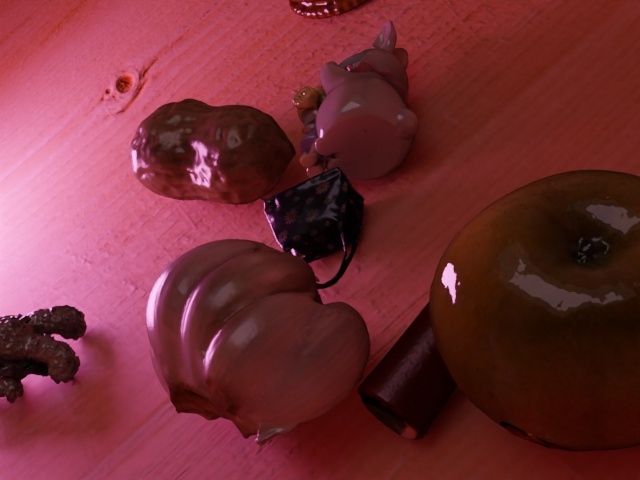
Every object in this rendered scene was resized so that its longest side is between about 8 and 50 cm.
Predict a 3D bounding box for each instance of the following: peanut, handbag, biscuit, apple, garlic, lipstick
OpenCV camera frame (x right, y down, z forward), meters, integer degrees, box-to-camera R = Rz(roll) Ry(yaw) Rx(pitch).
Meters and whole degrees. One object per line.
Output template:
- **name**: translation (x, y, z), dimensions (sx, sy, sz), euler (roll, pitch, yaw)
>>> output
- **peanut**: translation (-0.169, -0.118, 1.394), dimensions (0.159, 0.143, 0.291), euler (-32, 29, -32)
- **handbag**: translation (0.000, 0.000, 1.204), dimensions (0.115, 0.072, 0.139), euler (-23, 52, 18)
- **biscuit**: translation (0.035, -0.446, 1.632), dimensions (0.220, 0.066, 0.220), euler (-23, 39, 20)
- **apple**: translation (0.219, 0.053, 0.841), dimensions (0.261, 0.194, 0.260), euler (-9, 44, 8)
- **garlic**: translation (-0.075, 0.082, 1.053), dimensions (0.203, 0.184, 0.281), euler (-37, 11, -27)
- **lipstick**: translation (0.134, 0.080, 0.987), dimensions (0.080, 0.080, 0.241), euler (20, 65, 49)

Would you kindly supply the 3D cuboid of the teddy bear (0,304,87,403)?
- **teddy bear**: translation (-0.422, 0.157, 1.345), dimensions (0.213, 0.111, 0.133), euler (-28, 34, 11)

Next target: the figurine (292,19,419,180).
- **figurine**: translation (0.050, -0.183, 1.307), dimensions (0.155, 0.127, 0.235), euler (-32, 31, 26)
